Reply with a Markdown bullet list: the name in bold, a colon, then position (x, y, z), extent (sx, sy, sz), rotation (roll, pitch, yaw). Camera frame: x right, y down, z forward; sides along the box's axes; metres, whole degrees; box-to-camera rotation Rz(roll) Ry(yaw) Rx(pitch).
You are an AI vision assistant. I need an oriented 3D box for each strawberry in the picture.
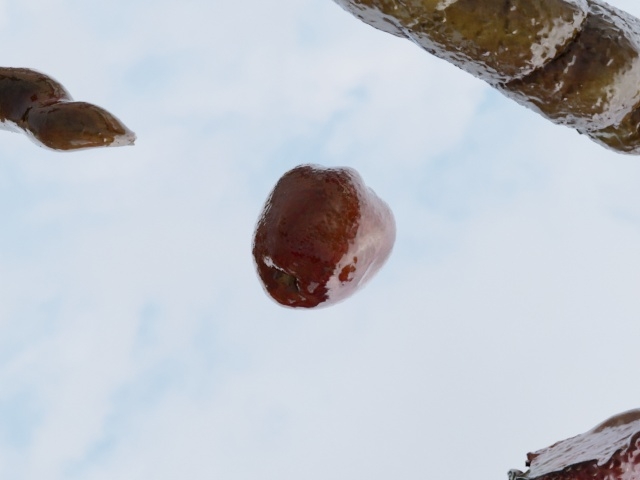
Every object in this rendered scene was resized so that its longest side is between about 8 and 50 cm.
- **strawberry**: position (0.257, 0.205, 1.277), extent (0.187, 0.082, 0.146), rotation (-29, -172, 5)

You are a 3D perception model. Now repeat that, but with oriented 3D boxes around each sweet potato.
- **sweet potato**: position (-0.228, -0.106, 1.093), extent (0.202, 0.055, 0.058), rotation (18, -88, 35)

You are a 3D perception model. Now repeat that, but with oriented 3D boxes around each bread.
- **bread**: position (0.101, -0.148, 0.898), extent (0.084, 0.344, 0.124), rotation (-61, -160, 17)

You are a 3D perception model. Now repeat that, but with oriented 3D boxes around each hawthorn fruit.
- **hawthorn fruit**: position (0.000, 0.000, 1.303), extent (0.133, 0.133, 0.138), rotation (4, -132, 35)
